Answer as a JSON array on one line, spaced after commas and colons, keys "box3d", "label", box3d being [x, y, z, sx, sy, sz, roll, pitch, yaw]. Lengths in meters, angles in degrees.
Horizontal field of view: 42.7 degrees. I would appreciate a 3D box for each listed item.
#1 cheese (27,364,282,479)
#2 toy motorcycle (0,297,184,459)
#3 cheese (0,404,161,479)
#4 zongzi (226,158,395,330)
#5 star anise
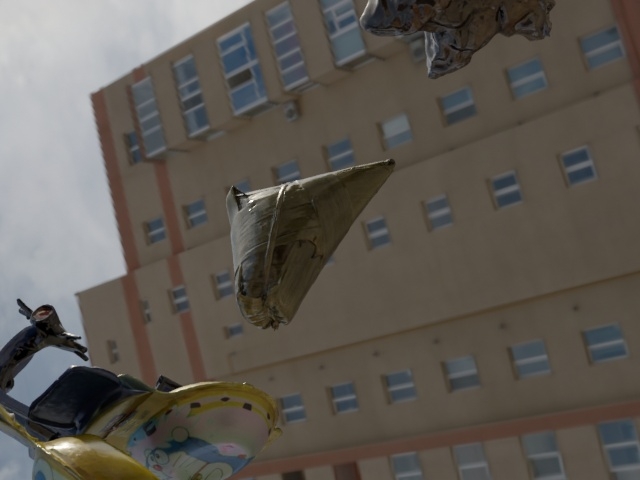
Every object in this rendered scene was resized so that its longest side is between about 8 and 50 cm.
[{"box3d": [-0.137, 0.167, 0.731, 0.250, 0.156, 0.064, 28, -153, -40], "label": "cheese"}, {"box3d": [-0.347, 0.212, 1.095, 0.359, 0.125, 0.212, 29, -129, 2], "label": "toy motorcycle"}, {"box3d": [-0.181, 0.181, 0.618, 0.270, 0.177, 0.069, 37, -113, 6], "label": "cheese"}, {"box3d": [0.000, 0.000, 0.782, 0.078, 0.176, 0.160, 70, -172, -49], "label": "zongzi"}, {"box3d": [0.172, -0.286, 0.811, 0.315, 0.315, 0.108, 31, -150, -45], "label": "star anise"}]
